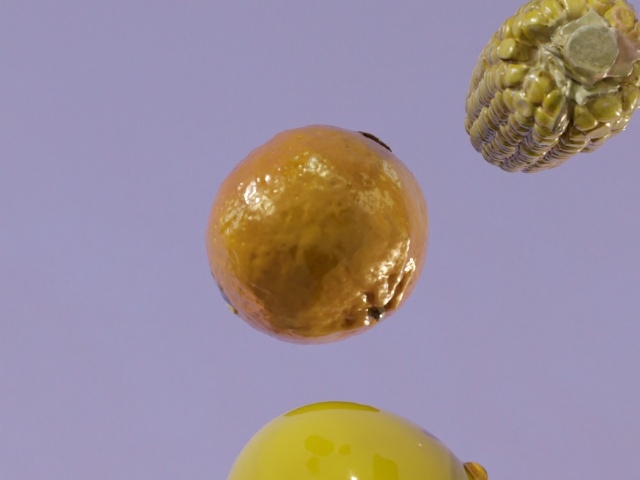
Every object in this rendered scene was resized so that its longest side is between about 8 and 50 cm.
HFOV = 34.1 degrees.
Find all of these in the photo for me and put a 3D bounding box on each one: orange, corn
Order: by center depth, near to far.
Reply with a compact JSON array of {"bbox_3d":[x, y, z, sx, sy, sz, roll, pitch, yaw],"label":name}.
[{"bbox_3d":[0.117,-0.076,0.555,0.080,0.238,0.080,0,-93,2],"label":"corn"},{"bbox_3d":[-0.001,-0.002,0.995,0.219,0.193,0.219,-13,-57,-21],"label":"orange"}]

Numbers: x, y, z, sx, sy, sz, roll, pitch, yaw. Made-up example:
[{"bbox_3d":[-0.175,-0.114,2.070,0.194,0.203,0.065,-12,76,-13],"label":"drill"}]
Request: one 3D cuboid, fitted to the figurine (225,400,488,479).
[{"bbox_3d":[0.031,0.263,0.737,0.187,0.215,0.343,-27,-43,-20],"label":"figurine"}]
